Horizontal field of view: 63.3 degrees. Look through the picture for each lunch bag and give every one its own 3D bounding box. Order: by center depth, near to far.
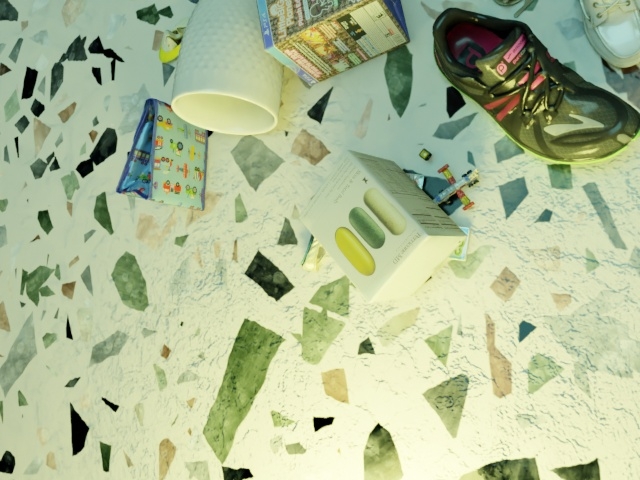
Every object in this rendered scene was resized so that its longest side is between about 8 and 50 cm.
[{"bbox_3d":[-0.418,-0.249,1.463,0.138,0.221,0.294,13,91,28],"label":"lunch bag"}]

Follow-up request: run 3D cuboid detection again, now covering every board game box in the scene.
[{"bbox_3d":[0.034,-0.529,1.252,0.290,0.232,0.141,-16,77,25],"label":"board game box"}]

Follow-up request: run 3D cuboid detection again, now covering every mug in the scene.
[{"bbox_3d":[-0.255,-0.477,1.401,0.374,0.276,0.328,-8,74,57],"label":"mug"}]

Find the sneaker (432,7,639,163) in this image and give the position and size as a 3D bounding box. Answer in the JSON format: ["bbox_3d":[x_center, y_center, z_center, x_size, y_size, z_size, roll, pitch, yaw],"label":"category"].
[{"bbox_3d":[0.405,-0.316,1.055,0.482,0.202,0.185,40,104,25],"label":"sneaker"}]

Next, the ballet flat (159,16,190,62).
[{"bbox_3d":[-0.430,-0.628,1.589,0.230,0.077,0.077,-22,76,24],"label":"ballet flat"}]

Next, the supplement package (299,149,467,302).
[{"bbox_3d":[0.135,-0.031,1.145,0.263,0.198,0.199,51,118,26],"label":"supplement package"}]

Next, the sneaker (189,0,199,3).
[{"bbox_3d":[-0.304,-0.837,1.526,0.131,0.112,0.297,32,100,26],"label":"sneaker"}]

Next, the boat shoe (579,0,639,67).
[{"bbox_3d":[0.573,-0.481,1.043,0.098,0.096,0.277,-23,75,23],"label":"boat shoe"}]

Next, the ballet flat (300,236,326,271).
[{"bbox_3d":[0.000,0.000,1.327,0.052,0.057,0.168,21,99,0],"label":"ballet flat"}]

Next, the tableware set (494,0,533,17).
[{"bbox_3d":[0.460,-0.612,1.147,0.194,0.039,0.128,-44,68,17],"label":"tableware set"}]

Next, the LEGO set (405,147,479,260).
[{"bbox_3d":[0.260,-0.087,1.188,0.182,0.060,0.245,11,93,28],"label":"LEGO set"}]
